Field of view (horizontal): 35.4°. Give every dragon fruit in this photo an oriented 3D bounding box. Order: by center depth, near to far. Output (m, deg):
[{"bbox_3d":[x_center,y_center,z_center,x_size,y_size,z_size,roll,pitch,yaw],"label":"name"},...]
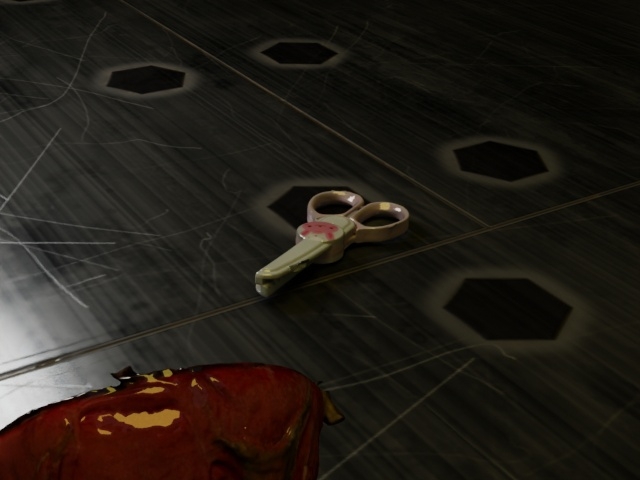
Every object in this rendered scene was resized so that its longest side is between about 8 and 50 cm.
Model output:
[{"bbox_3d":[-0.087,0.178,0.615,0.218,0.224,0.148,-26,63,18],"label":"dragon fruit"}]

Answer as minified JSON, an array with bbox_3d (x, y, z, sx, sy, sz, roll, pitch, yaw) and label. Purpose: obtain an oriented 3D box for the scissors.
[{"bbox_3d":[0.000,0.000,1.067,0.118,0.030,0.242,16,29,26],"label":"scissors"}]
